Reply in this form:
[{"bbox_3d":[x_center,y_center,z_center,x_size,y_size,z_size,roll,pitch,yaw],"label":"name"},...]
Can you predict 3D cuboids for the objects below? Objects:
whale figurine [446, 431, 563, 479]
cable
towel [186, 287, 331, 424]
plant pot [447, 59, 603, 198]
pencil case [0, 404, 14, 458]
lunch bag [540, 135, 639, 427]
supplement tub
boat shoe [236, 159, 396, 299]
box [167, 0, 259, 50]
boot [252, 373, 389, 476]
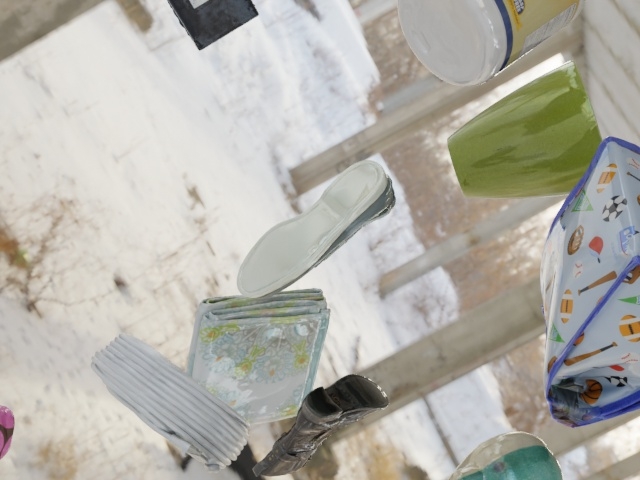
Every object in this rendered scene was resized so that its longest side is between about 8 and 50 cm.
[{"bbox_3d":[0.270,0.431,1.494,0.216,0.272,0.141,45,8,-50],"label":"whale figurine"},{"bbox_3d":[-0.218,0.231,1.351,0.257,0.089,0.257,37,-12,7],"label":"cable"},{"bbox_3d":[-0.155,0.281,2.152,0.090,0.320,0.374,52,-42,49],"label":"towel"},{"bbox_3d":[0.424,-0.198,1.941,0.275,0.293,0.274,-17,90,-76],"label":"plant pot"},{"bbox_3d":[-0.491,0.230,1.150,0.209,0.098,0.095,27,40,-46],"label":"pencil case"},{"bbox_3d":[0.496,0.086,1.559,0.239,0.385,0.328,20,40,-7],"label":"lunch bag"},{"bbox_3d":[0.315,-0.431,1.604,0.228,0.316,0.228,41,-27,26],"label":"supplement tub"},{"bbox_3d":[0.000,0.000,1.582,0.116,0.319,0.099,49,1,39],"label":"boat shoe"},{"bbox_3d":[-0.164,-0.341,1.176,0.156,0.093,0.158,59,-1,-25],"label":"box"},{"bbox_3d":[-0.001,0.391,1.922,0.263,0.229,0.091,-1,44,-44],"label":"boot"}]
